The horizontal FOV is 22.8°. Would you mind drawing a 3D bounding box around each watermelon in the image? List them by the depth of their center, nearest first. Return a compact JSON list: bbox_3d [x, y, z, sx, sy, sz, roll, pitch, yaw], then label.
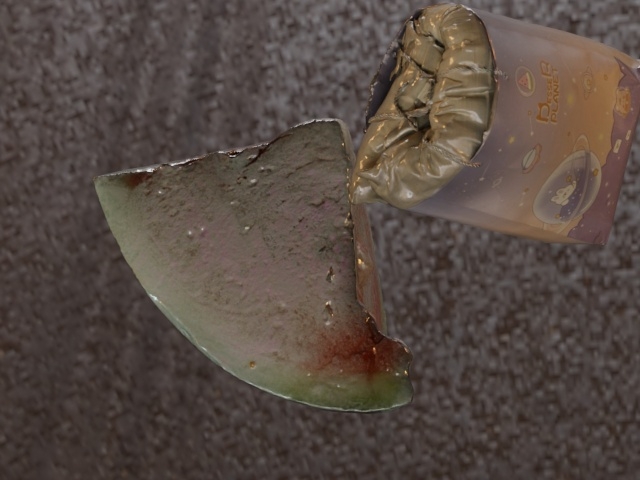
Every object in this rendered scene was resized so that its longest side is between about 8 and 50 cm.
[{"bbox_3d":[0.000,0.000,1.298,0.320,0.214,0.289,36,22,22],"label":"watermelon"}]

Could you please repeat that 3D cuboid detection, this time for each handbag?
[{"bbox_3d":[0.098,-0.061,0.856,0.095,0.173,0.117,18,98,50],"label":"handbag"}]
